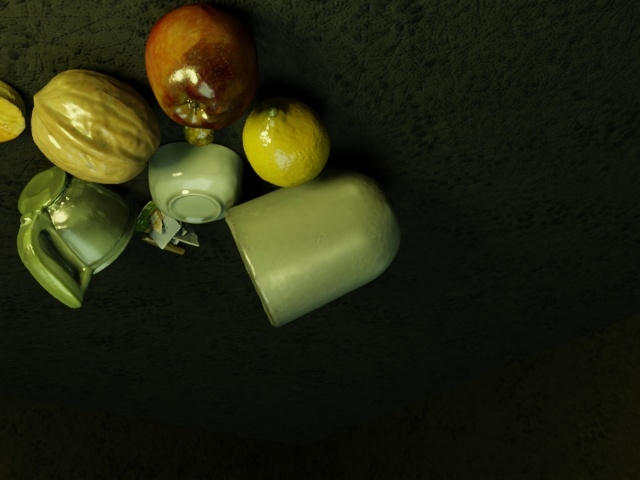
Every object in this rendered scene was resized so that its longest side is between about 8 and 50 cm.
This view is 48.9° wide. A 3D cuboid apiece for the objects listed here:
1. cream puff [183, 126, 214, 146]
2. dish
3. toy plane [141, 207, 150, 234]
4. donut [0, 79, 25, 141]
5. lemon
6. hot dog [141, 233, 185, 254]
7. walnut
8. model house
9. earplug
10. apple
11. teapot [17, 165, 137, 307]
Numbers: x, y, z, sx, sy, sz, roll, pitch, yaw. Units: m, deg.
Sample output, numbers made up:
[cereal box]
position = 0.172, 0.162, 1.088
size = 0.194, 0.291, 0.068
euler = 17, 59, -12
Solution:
[cream puff]
position = -0.274, -0.245, 1.586
size = 0.083, 0.058, 0.083
euler = -25, 141, 34
[dish]
position = -0.306, -0.124, 1.727
size = 0.256, 0.117, 0.256
euler = -1, 149, -1
[toy plane]
position = -0.437, -0.058, 1.889
size = 0.102, 0.040, 0.111
euler = 16, 125, -25
[donut]
position = -0.718, -0.280, 1.480
size = 0.190, 0.075, 0.174
euler = -14, 146, 10
[lemon]
position = -0.075, -0.215, 1.536
size = 0.186, 0.187, 0.244
euler = -14, 147, 17
[hot dog]
position = -0.446, 0.009, 2.017
size = 0.137, 0.028, 0.044
euler = 27, 164, -36
[walnut]
position = -0.463, -0.232, 1.450
size = 0.261, 0.225, 0.225
euler = 24, 139, -30
[model house]
position = -0.395, -0.024, 1.851
size = 0.117, 0.088, 0.167
euler = -46, 144, 14
[earplug]
position = 0.000, 0.000, 1.732
size = 0.394, 0.313, 0.313
euler = -23, 149, -8
[apple]
position = -0.222, -0.321, 1.322
size = 0.229, 0.230, 0.230
euler = -2, 149, -1
[teapot]
position = -0.621, -0.027, 1.688
size = 0.239, 0.322, 0.239
euler = 4, 148, 38
